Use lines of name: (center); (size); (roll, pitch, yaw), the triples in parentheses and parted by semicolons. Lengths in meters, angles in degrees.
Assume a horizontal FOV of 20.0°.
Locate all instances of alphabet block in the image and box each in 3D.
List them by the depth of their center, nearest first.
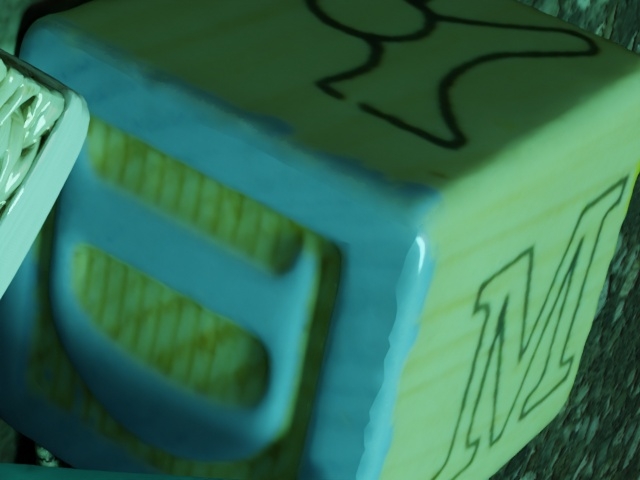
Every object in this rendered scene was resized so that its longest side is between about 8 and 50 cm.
alphabet block: (0.000, 0.000, 0.753); (0.197, 0.192, 0.193); (-30, 143, -48)

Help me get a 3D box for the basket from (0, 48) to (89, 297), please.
basket: (-0.164, -0.004, 0.515); (0.167, 0.113, 0.103); (-60, 152, -5)

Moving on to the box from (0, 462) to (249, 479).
box: (-0.114, 0.133, 0.627); (0.060, 0.244, 0.100); (-106, -155, -57)

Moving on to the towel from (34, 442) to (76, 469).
towel: (-0.063, 0.160, 0.981); (0.312, 0.056, 0.324); (-36, 143, -50)
